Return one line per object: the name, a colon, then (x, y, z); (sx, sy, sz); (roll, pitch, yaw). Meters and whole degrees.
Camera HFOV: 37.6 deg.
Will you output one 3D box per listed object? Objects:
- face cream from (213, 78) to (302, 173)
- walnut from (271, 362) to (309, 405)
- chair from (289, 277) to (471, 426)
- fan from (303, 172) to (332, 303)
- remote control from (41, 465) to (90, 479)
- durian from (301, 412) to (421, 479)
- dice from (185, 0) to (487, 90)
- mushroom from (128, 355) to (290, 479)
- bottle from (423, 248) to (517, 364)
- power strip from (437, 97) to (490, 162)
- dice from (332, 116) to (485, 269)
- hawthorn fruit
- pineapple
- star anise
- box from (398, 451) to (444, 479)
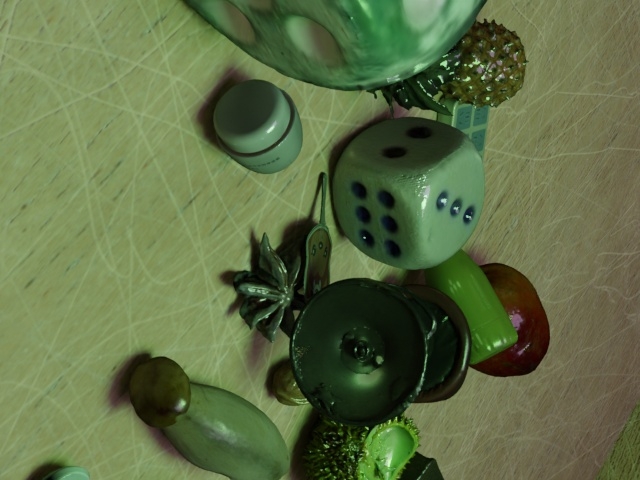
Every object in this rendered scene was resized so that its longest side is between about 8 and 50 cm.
face cream: (-0.083, -0.155, 1.291); (0.117, 0.117, 0.104); (-58, 151, -13)
walnut: (-0.036, 0.239, 1.580); (0.096, 0.082, 0.079); (-18, 151, -37)
chair: (0.123, 0.181, 1.590); (0.401, 0.226, 0.226); (13, 97, -69)
fan: (0.000, 0.000, 1.509); (0.132, 0.009, 0.220); (15, 79, -72)
remote control: (-0.391, 0.411, 1.256); (0.256, 0.045, 0.097); (-59, 141, -6)
durian: (0.066, 0.392, 1.704); (0.200, 0.176, 0.237); (-18, 127, -57)
dice: (0.011, -0.402, 1.103); (0.328, 0.330, 0.348); (-54, 140, -17)
mushroom: (-0.159, 0.279, 1.410); (0.128, 0.128, 0.350); (-58, 140, -13)
bottle: (0.261, 0.095, 1.751); (0.112, 0.260, 0.112); (-25, 166, -7)
power strip: (0.260, -0.156, 1.774); (0.118, 0.046, 0.270); (-22, 125, -44)
dice: (0.146, -0.081, 1.549); (0.192, 0.194, 0.193); (-35, 134, -35)
hawthorn fruit: (0.365, 0.176, 1.905); (0.261, 0.224, 0.224); (42, 70, -11)
pineapple: (0.180, -0.284, 1.545); (0.364, 0.165, 0.165); (-11, 117, -39)
star anise: (-0.067, 0.069, 1.468); (0.204, 0.061, 0.180); (-9, 109, -51)
box: (0.119, 0.547, 1.878); (0.273, 0.143, 0.184); (-48, 139, -22)
